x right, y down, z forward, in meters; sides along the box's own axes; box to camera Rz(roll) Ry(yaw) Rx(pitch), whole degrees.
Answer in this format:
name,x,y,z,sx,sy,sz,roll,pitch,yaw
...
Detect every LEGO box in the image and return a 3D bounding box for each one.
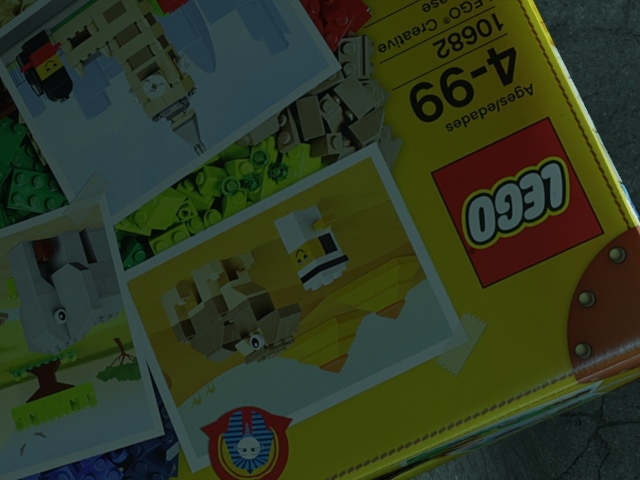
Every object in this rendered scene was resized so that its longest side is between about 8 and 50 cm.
name,x,y,z,sx,sy,sz,roll,pitch,yaw
LEGO box,-0.086,-0.002,0.792,0.372,0.500,0.193,67,12,14
